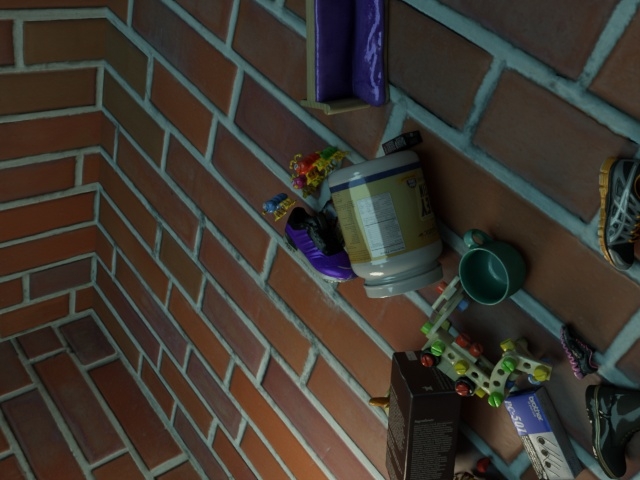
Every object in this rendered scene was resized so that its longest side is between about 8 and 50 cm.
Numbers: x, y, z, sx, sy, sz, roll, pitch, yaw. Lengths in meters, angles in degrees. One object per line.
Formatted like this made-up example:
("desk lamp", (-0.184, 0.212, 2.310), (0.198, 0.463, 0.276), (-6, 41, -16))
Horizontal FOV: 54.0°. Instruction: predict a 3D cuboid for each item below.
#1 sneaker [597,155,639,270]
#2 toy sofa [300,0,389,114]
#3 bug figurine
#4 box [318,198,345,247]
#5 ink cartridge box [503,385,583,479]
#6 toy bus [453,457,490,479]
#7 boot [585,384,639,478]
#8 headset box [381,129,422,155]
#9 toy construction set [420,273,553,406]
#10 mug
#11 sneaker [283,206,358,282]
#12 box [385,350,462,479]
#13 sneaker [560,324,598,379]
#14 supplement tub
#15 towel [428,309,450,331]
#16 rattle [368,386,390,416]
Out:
("sneaker", (0.564, -0.047, 1.154), (0.083, 0.084, 0.214), (4, 107, 44))
("toy sofa", (0.056, -0.494, 1.512), (0.177, 0.150, 0.362), (23, 122, 44))
("bug figurine", (-0.048, -0.172, 1.716), (0.072, 0.216, 0.279), (49, 136, 4))
("box", (0.023, -0.013, 1.839), (0.114, 0.036, 0.207), (53, 138, 21))
("ink cartridge box", (0.510, 0.445, 1.448), (0.097, 0.046, 0.207), (-31, 81, 50))
("toy bus", (0.409, 0.671, 1.608), (0.104, 0.202, 0.190), (28, 127, 0))
("boot", (0.627, 0.392, 1.271), (0.137, 0.077, 0.197), (-12, 97, 46))
("headset box", (0.195, -0.235, 1.524), (0.083, 0.062, 0.032), (-23, 87, 50))
("toy construction set", (0.358, 0.242, 1.452), (0.327, 0.151, 0.215), (49, 131, 25))
("mug", (0.387, 0.054, 1.389), (0.130, 0.097, 0.157), (16, 116, 46))
("sneaker", (-0.001, 0.000, 1.761), (0.293, 0.102, 0.146), (36, 129, 36))
("box", (0.261, 0.495, 1.634), (0.191, 0.143, 0.381), (-109, 16, -65))
("sneaker", (0.547, 0.230, 1.326), (0.057, 0.047, 0.119), (-25, 86, 29))
("supplement tub", (0.162, -0.040, 1.512), (0.228, 0.228, 0.316), (-11, 97, 51))
("towel", (0.304, 0.226, 1.629), (0.060, 0.009, 0.083), (39, 132, 32))
("rattle", (0.207, 0.520, 1.769), (0.130, 0.143, 0.199), (15, 111, 26))
